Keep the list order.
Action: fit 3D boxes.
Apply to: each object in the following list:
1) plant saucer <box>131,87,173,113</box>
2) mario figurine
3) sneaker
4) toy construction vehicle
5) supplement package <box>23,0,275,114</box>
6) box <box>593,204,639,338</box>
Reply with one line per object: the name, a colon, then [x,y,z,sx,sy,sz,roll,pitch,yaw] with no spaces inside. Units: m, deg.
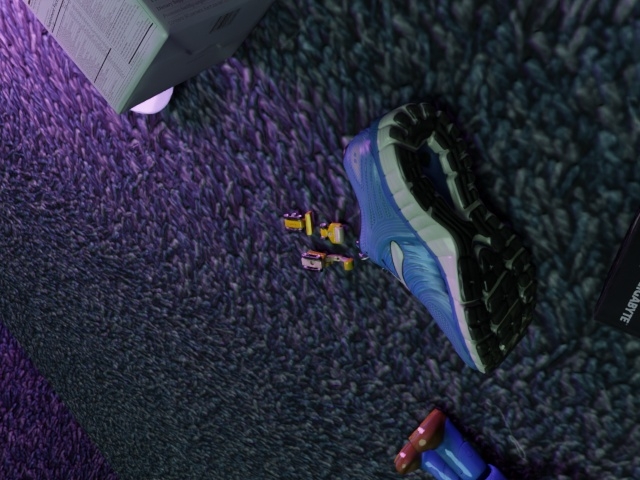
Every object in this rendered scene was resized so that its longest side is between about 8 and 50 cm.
plant saucer: [-0.265,-0.275,0.821,0.195,0.037,0.195,23,135,25]
mario figurine: [0.246,0.402,0.838,0.320,0.170,0.198,36,174,22]
sneaker: [0.131,0.006,0.677,0.147,0.130,0.330,-5,117,58]
toy construction vehicle: [0.000,0.000,0.833,0.098,0.035,0.086,5,114,34]
supplement package: [-0.188,-0.286,0.628,0.203,0.194,0.149,51,138,-7]
box: [0.395,0.001,0.422,0.293,0.073,0.295,22,134,23]
